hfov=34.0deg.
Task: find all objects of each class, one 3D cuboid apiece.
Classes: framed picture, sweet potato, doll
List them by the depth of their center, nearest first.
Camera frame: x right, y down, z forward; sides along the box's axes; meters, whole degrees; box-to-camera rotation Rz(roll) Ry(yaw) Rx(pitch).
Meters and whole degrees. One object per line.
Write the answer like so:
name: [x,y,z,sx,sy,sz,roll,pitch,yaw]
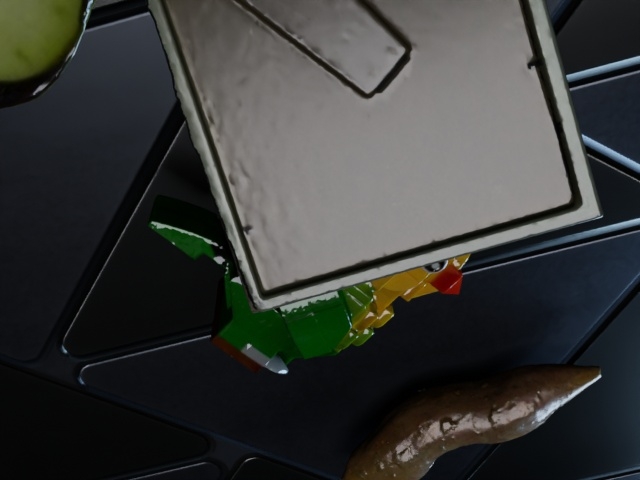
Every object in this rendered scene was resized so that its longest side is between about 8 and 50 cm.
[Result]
framed picture: [0.016,-0.119,0.576,0.211,0.020,0.289,-17,102,8]
doll: [0.003,0.007,0.673,0.186,0.106,0.134,-17,115,8]
sweet potato: [0.108,0.135,0.800,0.218,0.051,0.065,-27,118,14]

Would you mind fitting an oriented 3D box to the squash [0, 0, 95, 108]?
squash: [-0.186,-0.192,0.500,0.204,0.155,0.237,32,118,-24]
